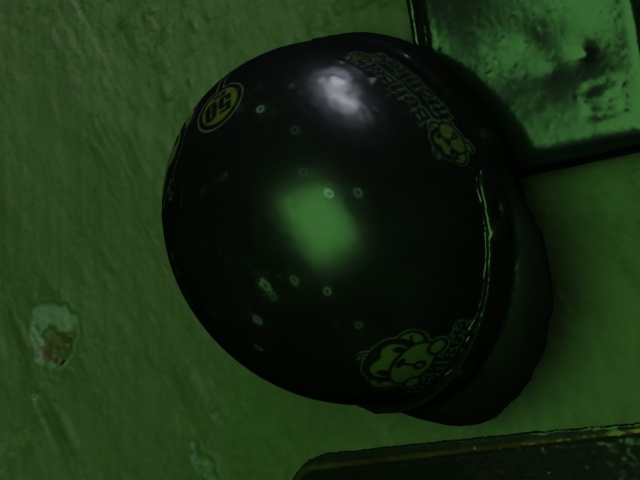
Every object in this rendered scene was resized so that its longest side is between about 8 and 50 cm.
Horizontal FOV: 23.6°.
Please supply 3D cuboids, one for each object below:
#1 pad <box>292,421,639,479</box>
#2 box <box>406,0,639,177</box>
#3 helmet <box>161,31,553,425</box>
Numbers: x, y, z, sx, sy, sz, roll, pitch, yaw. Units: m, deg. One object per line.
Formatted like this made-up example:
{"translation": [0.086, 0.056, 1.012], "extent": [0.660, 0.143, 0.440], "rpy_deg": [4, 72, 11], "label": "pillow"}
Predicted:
{"translation": [0.143, 0.278, 0.960], "extent": [0.375, 0.063, 0.315], "rpy_deg": [-11, 85, 26], "label": "pad"}
{"translation": [0.134, -0.159, 0.973], "extent": [0.160, 0.050, 0.230], "rpy_deg": [-11, 85, 26], "label": "box"}
{"translation": [0.000, 0.000, 0.952], "extent": [0.279, 0.160, 0.230], "rpy_deg": [53, 128, 28], "label": "helmet"}
